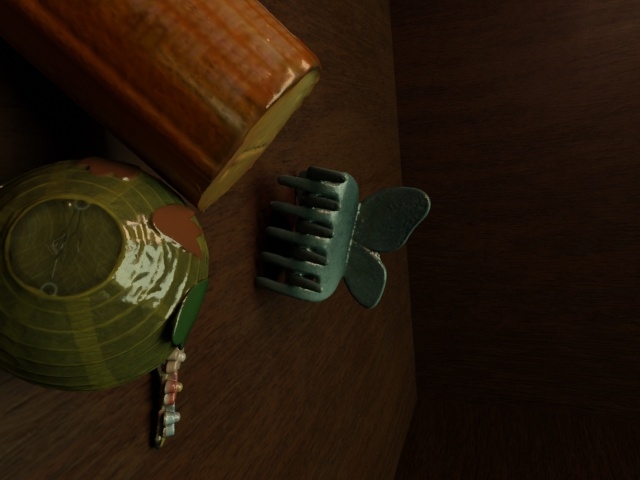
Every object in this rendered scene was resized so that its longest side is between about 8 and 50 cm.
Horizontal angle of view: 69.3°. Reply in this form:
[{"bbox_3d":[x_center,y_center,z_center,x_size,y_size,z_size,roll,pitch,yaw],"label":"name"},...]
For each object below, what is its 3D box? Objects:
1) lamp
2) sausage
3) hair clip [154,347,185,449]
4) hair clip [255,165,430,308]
[{"bbox_3d":[-0.248,0.046,0.526,0.284,0.250,0.251,126,-26,-66],"label":"lamp"},{"bbox_3d":[-0.172,-0.212,0.530,0.287,0.233,0.233,42,35,-8],"label":"sausage"},{"bbox_3d":[-0.244,0.226,0.748,0.062,0.056,0.214,-168,-105,-78],"label":"hair clip"},{"bbox_3d":[0.009,-0.014,1.100,0.238,0.391,0.319,6,99,-58],"label":"hair clip"}]
